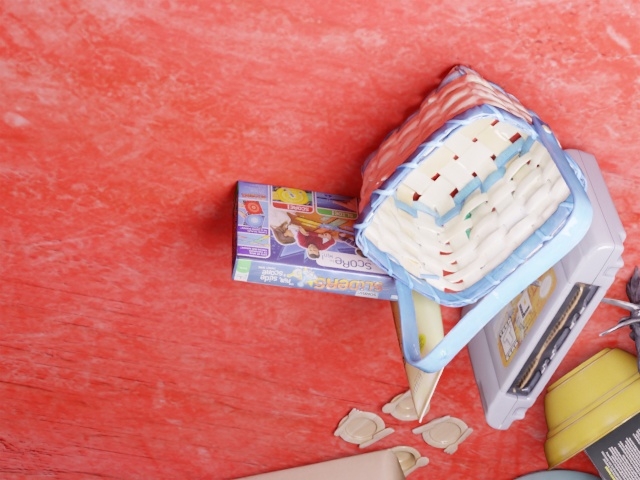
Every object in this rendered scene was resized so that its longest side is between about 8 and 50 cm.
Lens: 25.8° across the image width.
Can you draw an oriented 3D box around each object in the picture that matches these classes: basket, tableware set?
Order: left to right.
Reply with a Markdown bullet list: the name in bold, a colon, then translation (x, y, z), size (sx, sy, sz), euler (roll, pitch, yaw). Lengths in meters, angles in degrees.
- **tableware set**: translation (0.114, 0.262, 1.909), size (0.141, 0.020, 0.168), euler (-36, 123, 25)
- **basket**: translation (0.164, -0.030, 1.474), size (0.201, 0.289, 0.255), euler (33, 120, -24)

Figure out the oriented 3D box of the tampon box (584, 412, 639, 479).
- **tampon box**: translation (0.448, 0.281, 1.840), size (0.161, 0.101, 0.120), euler (-35, 154, 8)

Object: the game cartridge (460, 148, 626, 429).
- **game cartridge**: translation (0.246, 0.050, 1.610), size (0.062, 0.198, 0.297), euler (9, 129, -20)

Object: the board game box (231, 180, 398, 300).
- **board game box**: translation (0.000, 0.000, 1.597), size (0.201, 0.136, 0.035), euler (8, 131, -9)

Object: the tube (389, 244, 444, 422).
- **tube**: translation (0.112, 0.090, 1.612), size (0.062, 0.240, 0.070), euler (-24, 129, 14)

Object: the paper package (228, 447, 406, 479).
- **paper package**: translation (-0.018, 0.473, 1.875), size (0.309, 0.325, 0.168), euler (-14, 133, 13)

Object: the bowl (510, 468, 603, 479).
- **bowl**: translation (0.333, 0.442, 1.981), size (0.311, 0.163, 0.312), euler (-1, 131, -2)

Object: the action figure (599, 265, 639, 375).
- **action figure**: translation (0.472, 0.105, 1.706), size (0.275, 0.164, 0.141), euler (17, 139, -29)

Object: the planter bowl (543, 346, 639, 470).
- **planter bowl**: translation (0.355, 0.199, 1.792), size (0.217, 0.090, 0.217), euler (-32, 168, -8)
